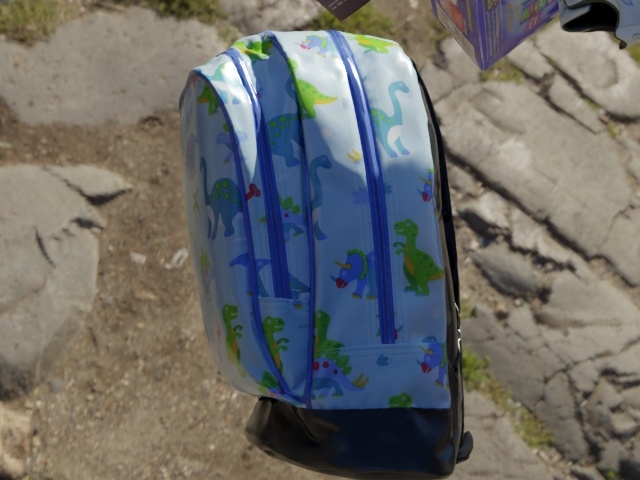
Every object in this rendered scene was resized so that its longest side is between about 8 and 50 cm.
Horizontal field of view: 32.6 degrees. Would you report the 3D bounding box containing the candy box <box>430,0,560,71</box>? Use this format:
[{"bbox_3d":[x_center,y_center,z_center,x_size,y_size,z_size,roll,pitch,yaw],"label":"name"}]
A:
[{"bbox_3d":[0.277,-0.372,1.268,0.317,0.268,0.122,-36,76,1],"label":"candy box"}]

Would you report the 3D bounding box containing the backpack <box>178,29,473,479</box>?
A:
[{"bbox_3d":[0.000,0.000,0.912,0.273,0.290,0.355,10,85,-7],"label":"backpack"}]

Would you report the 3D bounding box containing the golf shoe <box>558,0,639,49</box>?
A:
[{"bbox_3d":[0.213,-0.216,0.902,0.086,0.069,0.176,-48,46,-3],"label":"golf shoe"}]

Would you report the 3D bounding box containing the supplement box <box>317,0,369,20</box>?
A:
[{"bbox_3d":[-0.013,-0.322,1.078,0.188,0.081,0.104,36,46,-25],"label":"supplement box"}]
